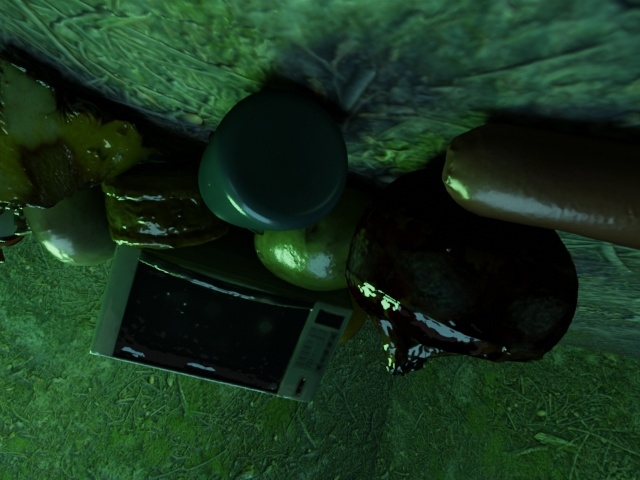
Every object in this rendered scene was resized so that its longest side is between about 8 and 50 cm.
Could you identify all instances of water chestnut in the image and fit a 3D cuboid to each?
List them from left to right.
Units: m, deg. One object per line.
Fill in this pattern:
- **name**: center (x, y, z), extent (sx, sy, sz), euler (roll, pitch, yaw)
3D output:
- **water chestnut**: center (0.137, 0.044, 0.453), extent (0.223, 0.239, 0.224), euler (16, -176, -1)

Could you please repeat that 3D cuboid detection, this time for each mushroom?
- **mushroom**: center (-0.410, -0.061, 0.691), extent (0.178, 0.227, 0.226), euler (-27, 180, -14)

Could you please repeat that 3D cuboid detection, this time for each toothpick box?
- **toothpick box**: center (-0.063, -0.068, 0.433), extent (0.120, 0.121, 0.184), euler (20, 172, -24)

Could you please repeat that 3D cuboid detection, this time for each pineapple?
- **pineapple**: center (-0.354, -0.142, 0.511), extent (0.140, 0.249, 0.164), euler (49, 163, 45)

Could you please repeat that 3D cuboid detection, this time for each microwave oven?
- **microwave oven**: center (-0.176, 0.102, 0.828), extent (0.393, 0.247, 0.333), euler (18, -158, -14)

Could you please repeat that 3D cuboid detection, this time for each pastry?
- **pastry**: center (-0.223, -0.057, 0.625), extent (0.188, 0.103, 0.189), euler (3, -163, -1)

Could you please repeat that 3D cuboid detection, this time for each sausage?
- **sausage**: center (0.191, -0.042, 0.324), extent (0.193, 0.077, 0.077), euler (14, 170, 15)

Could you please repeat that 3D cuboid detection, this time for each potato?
- **potato**: center (0.002, 0.000, 0.628), extent (0.197, 0.149, 0.228), euler (-11, -175, -42)

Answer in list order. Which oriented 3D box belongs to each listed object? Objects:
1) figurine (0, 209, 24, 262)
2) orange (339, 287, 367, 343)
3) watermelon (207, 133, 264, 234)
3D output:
- **figurine**: center (-0.565, -0.069, 0.753), extent (0.160, 0.226, 0.183), euler (-22, 147, 37)
- **orange**: center (0.014, 0.178, 1.250), extent (0.273, 0.275, 0.274), euler (15, 170, 3)
- **watermelon**: center (-0.095, -0.087, 0.557), extent (0.094, 0.125, 0.135), euler (-19, 134, 18)
